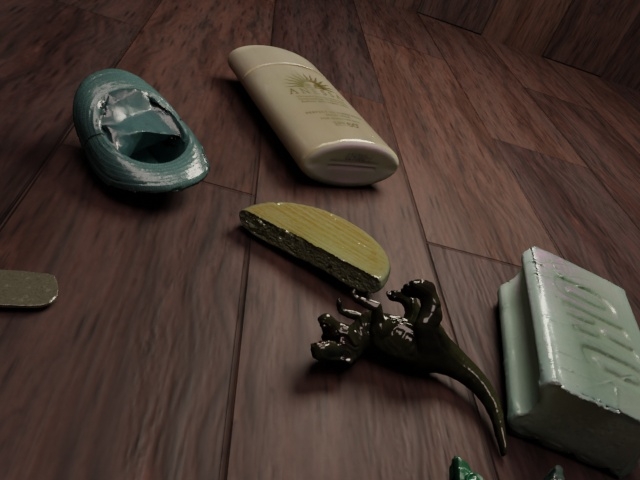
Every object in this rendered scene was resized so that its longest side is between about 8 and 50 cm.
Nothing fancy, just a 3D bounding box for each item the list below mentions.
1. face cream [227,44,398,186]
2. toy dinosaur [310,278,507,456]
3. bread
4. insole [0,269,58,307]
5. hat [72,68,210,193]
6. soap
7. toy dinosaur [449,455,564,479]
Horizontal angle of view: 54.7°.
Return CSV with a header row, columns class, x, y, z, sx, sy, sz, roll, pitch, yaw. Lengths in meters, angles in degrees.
class,x,y,z,sx,sy,sz,roll,pitch,yaw
face cream,-0.022,-0.215,1.014,0.174,0.081,0.348,1,38,-31
toy dinosaur,0.080,0.134,0.626,0.187,0.087,0.178,-4,75,-12
bread,0.005,0.000,0.760,0.193,0.036,0.112,28,28,15
insole,-0.325,0.040,0.523,0.192,0.010,0.063,4,37,-27
hat,-0.224,-0.118,0.763,0.138,0.078,0.190,-22,71,-37
soap,0.283,0.123,0.690,0.150,0.094,0.261,22,32,0
toy dinosaur,0.142,0.259,0.421,0.153,0.094,0.259,21,41,4
